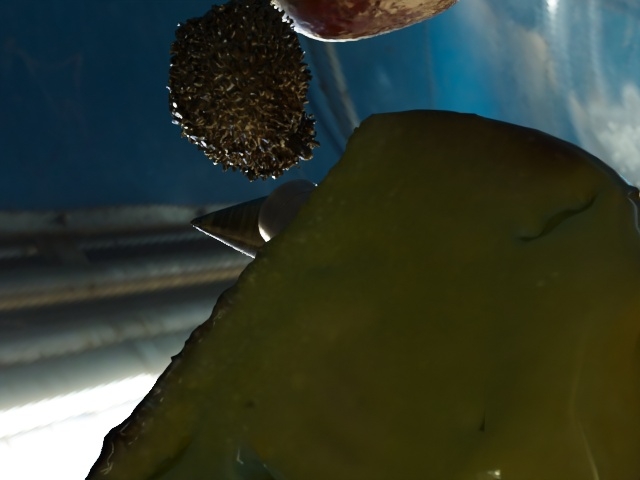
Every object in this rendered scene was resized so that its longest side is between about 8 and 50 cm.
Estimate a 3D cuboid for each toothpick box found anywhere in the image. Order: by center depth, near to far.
[{"bbox_3d":[0.000,0.000,1.742,0.111,0.180,0.111,-15,-57,-24],"label":"toothpick box"}]

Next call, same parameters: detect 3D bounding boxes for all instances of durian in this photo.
[{"bbox_3d":[-0.071,-0.151,1.331,0.167,0.196,0.196,-41,-12,-2],"label":"durian"}]

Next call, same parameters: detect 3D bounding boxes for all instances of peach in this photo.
[{"bbox_3d":[0.055,0.148,0.650,0.380,0.306,0.242,-54,-35,-28],"label":"peach"}]

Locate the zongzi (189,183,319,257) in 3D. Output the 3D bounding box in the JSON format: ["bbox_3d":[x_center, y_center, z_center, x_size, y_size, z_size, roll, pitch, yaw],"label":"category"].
[{"bbox_3d":[-0.010,0.025,2.126,0.432,0.208,0.403,-1,-18,-9],"label":"zongzi"}]

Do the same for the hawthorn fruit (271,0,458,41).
[{"bbox_3d":[0.078,-0.386,1.490,0.369,0.285,0.285,-11,-10,7],"label":"hawthorn fruit"}]
